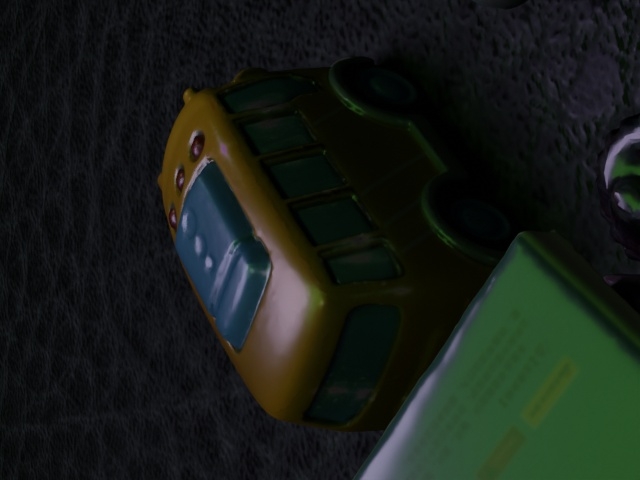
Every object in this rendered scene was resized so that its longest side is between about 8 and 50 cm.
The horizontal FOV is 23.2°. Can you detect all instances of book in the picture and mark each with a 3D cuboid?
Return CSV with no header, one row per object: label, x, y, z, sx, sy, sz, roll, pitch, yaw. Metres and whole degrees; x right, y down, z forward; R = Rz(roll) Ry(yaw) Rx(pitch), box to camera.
book,0.126,0.211,0.538,0.379,0.031,0.264,47,117,31

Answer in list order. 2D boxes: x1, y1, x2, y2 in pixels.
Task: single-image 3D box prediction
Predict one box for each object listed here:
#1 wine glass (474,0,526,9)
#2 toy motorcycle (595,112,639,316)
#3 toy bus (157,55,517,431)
wine glass,0.110,-0.159,0.655,0.155,0.073,0.073,-28,71,58
toy motorcycle,0.167,0.046,0.585,0.118,0.084,0.212,-22,83,57
toy bus,0.000,0.000,0.803,0.209,0.136,0.126,59,140,38
